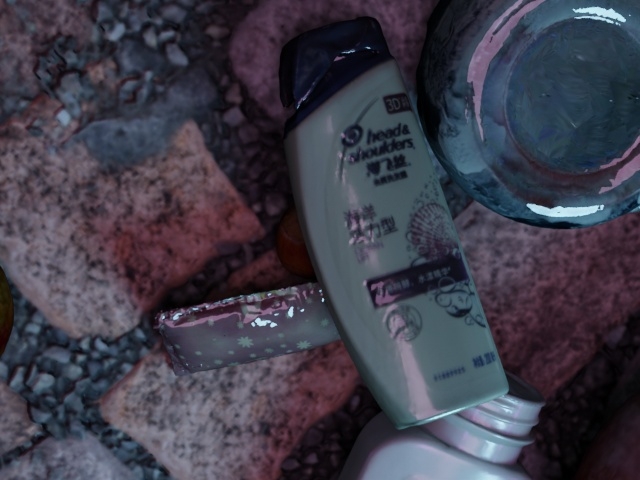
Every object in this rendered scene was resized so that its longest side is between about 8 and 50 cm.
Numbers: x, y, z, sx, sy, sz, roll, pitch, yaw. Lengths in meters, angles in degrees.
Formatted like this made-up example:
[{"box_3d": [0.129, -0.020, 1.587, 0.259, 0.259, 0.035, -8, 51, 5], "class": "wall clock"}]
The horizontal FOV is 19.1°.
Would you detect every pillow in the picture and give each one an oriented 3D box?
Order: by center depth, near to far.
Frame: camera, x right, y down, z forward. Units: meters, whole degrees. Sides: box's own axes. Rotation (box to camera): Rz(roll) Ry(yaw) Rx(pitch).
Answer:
[{"box_3d": [-0.056, 0.081, 1.758, 0.185, 0.043, 0.118, -17, 147, -2], "class": "pillow"}]

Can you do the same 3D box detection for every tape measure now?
[{"box_3d": [0.221, -0.142, 1.708, 0.275, 0.147, 0.256, 0, 106, -11], "class": "tape measure"}]

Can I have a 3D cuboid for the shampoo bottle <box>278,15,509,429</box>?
[{"box_3d": [0.049, -0.014, 1.691, 0.134, 0.078, 0.359, -18, 87, -20], "class": "shampoo bottle"}]

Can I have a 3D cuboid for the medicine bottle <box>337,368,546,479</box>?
[{"box_3d": [0.098, 0.270, 1.807, 0.179, 0.124, 0.324, 21, 102, -13], "class": "medicine bottle"}]

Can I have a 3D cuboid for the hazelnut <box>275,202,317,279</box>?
[{"box_3d": [0.000, 0.000, 1.751, 0.086, 0.086, 0.086, -2, 104, -7], "class": "hazelnut"}]

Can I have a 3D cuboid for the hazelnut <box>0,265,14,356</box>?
[{"box_3d": [-0.372, 0.072, 1.679, 0.204, 0.178, 0.178, -4, 107, -38], "class": "hazelnut"}]

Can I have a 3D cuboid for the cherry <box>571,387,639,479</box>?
[{"box_3d": [0.382, 0.293, 1.764, 0.326, 0.291, 0.335, 22, 86, 5], "class": "cherry"}]
